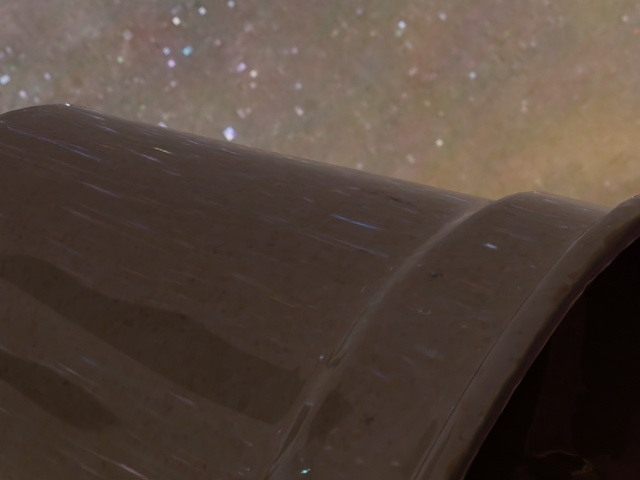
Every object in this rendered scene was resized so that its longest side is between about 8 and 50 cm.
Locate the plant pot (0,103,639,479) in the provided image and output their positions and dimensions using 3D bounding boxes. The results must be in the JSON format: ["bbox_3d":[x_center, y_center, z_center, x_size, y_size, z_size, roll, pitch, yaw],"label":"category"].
[{"bbox_3d":[-0.034,0.086,0.604,0.334,0.305,0.334,-40,-37,-40],"label":"plant pot"}]
